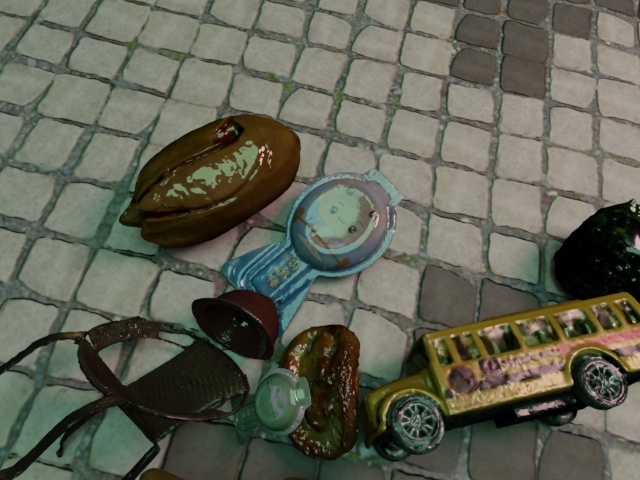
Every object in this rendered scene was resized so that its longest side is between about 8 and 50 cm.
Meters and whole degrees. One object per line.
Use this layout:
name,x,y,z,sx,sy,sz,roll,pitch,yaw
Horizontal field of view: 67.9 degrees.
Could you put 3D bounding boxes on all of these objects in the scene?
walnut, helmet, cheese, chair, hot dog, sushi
walnut,-0.132,-0.074,0.594,0.245,0.137,0.137,-31,72,-8
helmet,-0.088,0.085,0.556,0.111,0.089,0.057,16,44,22
cheese,0.000,0.000,0.609,0.244,0.052,0.135,-40,75,-8
chair,-0.186,0.152,0.469,0.213,0.149,0.174,-34,44,-26
hot dog,0.001,0.164,0.529,0.099,0.065,0.147,-7,63,28
sushi,0.416,0.053,0.591,0.225,0.127,0.124,39,67,10
cheese,-0.056,0.176,0.507,0.026,0.120,0.067,13,55,-48

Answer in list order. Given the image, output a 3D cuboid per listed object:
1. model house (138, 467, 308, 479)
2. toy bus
model house,-0.056,0.311,0.398,0.253,0.184,0.291,-35,73,-17
toy bus,0.207,0.150,0.532,0.335,0.121,0.123,-9,60,-9
